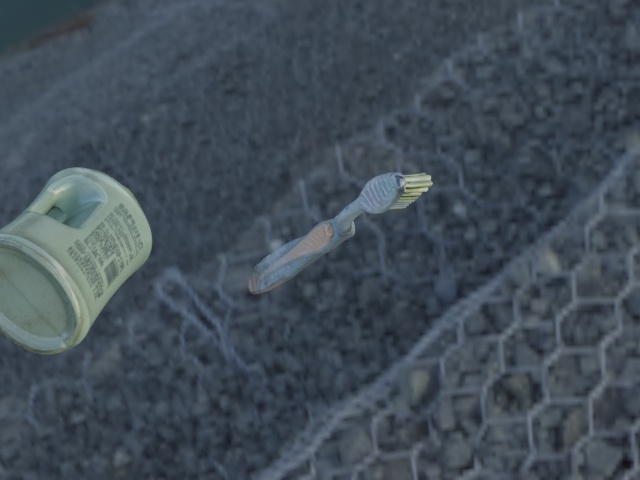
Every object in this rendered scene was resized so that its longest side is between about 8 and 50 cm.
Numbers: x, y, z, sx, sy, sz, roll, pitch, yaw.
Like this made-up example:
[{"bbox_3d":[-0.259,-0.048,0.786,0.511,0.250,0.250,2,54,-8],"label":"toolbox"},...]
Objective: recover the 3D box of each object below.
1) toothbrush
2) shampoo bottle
[{"bbox_3d":[0.000,0.000,1.473,0.037,0.375,0.028,-6,78,-23],"label":"toothbrush"},{"bbox_3d":[-0.216,0.004,1.566,0.087,0.118,0.234,-40,8,26],"label":"shampoo bottle"}]
